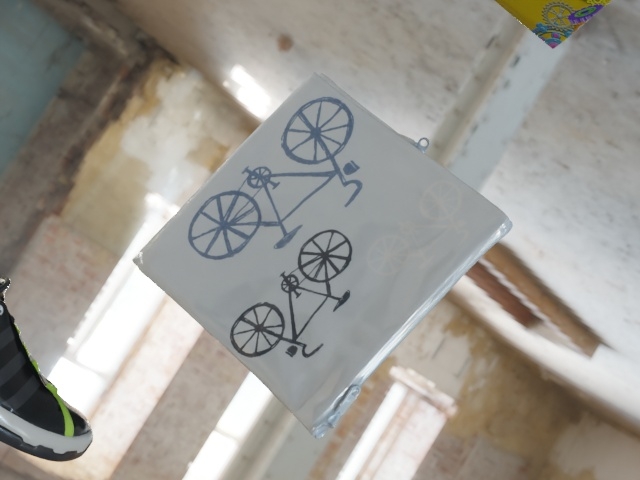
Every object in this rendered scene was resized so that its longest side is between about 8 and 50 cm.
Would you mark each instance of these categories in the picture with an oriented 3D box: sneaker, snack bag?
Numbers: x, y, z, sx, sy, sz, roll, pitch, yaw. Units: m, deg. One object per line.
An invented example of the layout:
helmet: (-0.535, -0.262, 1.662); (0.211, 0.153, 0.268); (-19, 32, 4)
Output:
sneaker: (-0.224, 0.075, 0.739); (0.084, 0.097, 0.235); (18, 164, 40)
snack bag: (0.000, 0.000, 1.208); (0.342, 0.323, 0.037); (39, 172, 32)

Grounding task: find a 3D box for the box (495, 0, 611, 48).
box: (0.147, -0.329, 0.676); (0.290, 0.177, 0.279); (37, 146, -8)
